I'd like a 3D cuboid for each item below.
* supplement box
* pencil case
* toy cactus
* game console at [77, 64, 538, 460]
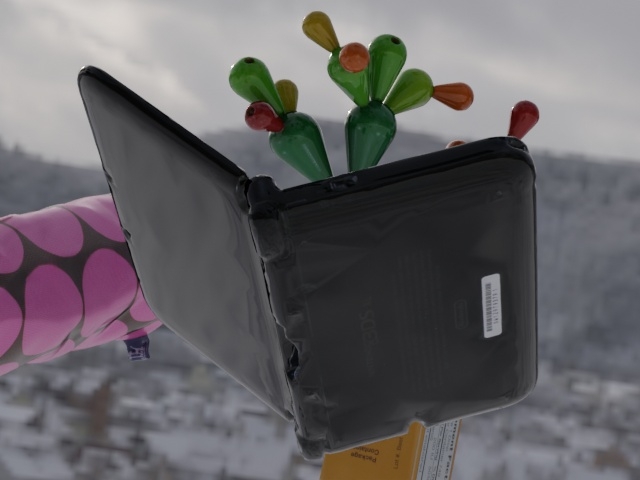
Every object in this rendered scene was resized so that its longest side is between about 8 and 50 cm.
[{"bbox_3d":[0.069,0.081,1.471,0.078,0.233,0.080,10,-6,29],"label":"supplement box"},{"bbox_3d":[-0.159,0.032,1.025,0.098,0.095,0.209,-22,-5,27],"label":"pencil case"},{"bbox_3d":[0.036,-0.055,1.357,0.219,0.181,0.112,16,1,-20],"label":"toy cactus"},{"bbox_3d":[0.000,0.000,0.539,0.107,0.071,0.122,-15,-35,-3],"label":"game console"}]
